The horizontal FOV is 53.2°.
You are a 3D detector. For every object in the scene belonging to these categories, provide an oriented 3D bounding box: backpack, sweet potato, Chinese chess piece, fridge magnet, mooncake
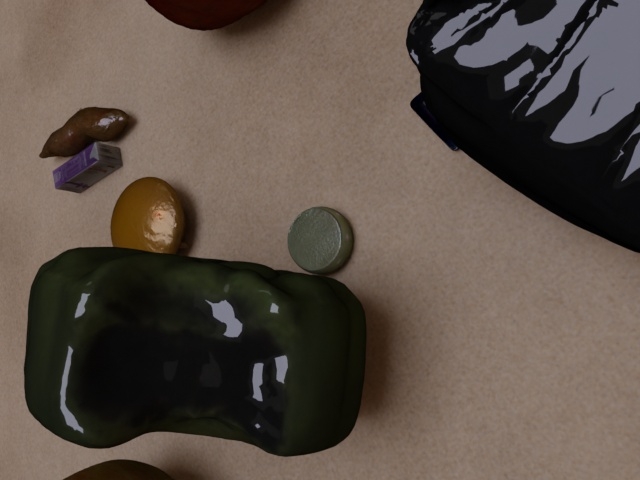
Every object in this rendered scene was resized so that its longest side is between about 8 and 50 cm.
[{"bbox_3d":[0.293,-0.220,0.488,0.363,0.255,0.445,37,102,17],"label":"backpack"},{"bbox_3d":[-0.395,-0.180,1.055,0.218,0.051,0.065,-13,79,31],"label":"sweet potato"},{"bbox_3d":[0.000,0.000,0.785,0.084,0.034,0.084,-4,83,31],"label":"Chinese chess piece"},{"bbox_3d":[-0.250,-0.022,0.934,0.143,0.063,0.143,-3,84,33],"label":"fridge magnet"},{"bbox_3d":[-0.126,0.108,0.685,0.351,0.351,0.187,-1,83,33],"label":"mooncake"}]

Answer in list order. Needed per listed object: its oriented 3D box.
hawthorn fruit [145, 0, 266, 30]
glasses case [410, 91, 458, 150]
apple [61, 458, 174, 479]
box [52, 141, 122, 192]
[{"bbox_3d":[-0.173,-0.416,0.788,0.265,0.307,0.265,1,92,32],"label":"hawthorn fruit"},{"bbox_3d":[0.134,-0.139,0.719,0.033,0.023,0.083,-48,62,21],"label":"glasses case"},{"bbox_3d":[-0.262,0.412,0.779,0.264,0.264,0.264,-4,82,33],"label":"apple"},{"bbox_3d":[-0.380,-0.117,1.038,0.117,0.051,0.036,-24,73,31],"label":"box"}]
